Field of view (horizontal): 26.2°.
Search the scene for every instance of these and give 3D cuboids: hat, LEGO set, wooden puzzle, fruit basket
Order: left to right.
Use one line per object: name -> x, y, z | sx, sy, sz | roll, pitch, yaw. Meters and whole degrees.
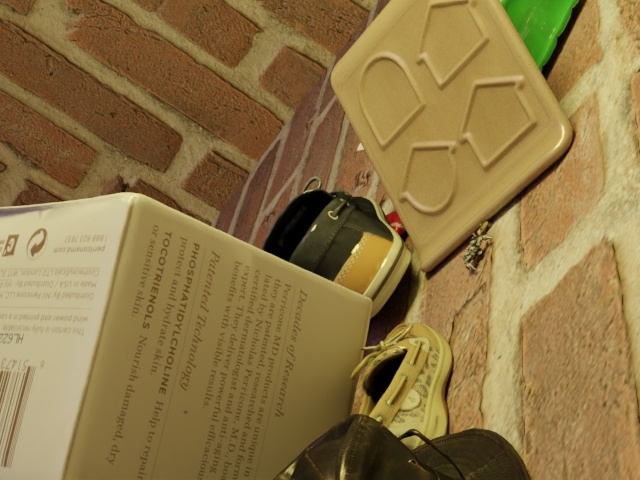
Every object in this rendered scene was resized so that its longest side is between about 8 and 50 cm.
hat -> 0.032, 0.242, 1.247 | 0.331, 0.134, 0.331 | -32, 16, 10
wooden puzzle -> 0.173, -0.180, 1.802 | 0.322, 0.081, 0.347 | -45, 60, 46
fruit basket -> 0.200, -0.292, 2.001 | 0.353, 0.165, 0.327 | -3, 54, 58
LEGO set -> 0.188, 0.006, 1.699 | 0.054, 0.023, 0.083 | -53, 12, 20

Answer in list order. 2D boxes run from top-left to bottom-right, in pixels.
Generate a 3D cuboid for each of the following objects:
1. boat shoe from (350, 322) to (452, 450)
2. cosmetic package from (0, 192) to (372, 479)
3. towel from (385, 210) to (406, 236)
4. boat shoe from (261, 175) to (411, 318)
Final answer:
boat shoe -> 0.086, 0.162, 1.548 | 0.104, 0.089, 0.285 | -54, 11, 18
cosmetic package -> -0.208, 0.166, 1.604 | 0.329, 0.394, 0.327 | -2, 70, 43
towel -> 0.046, 0.078, 2.091 | 0.274, 0.031, 0.199 | -62, 13, -17
boat shoe -> 0.000, 0.000, 2.030 | 0.186, 0.156, 0.500 | -58, 11, 2
